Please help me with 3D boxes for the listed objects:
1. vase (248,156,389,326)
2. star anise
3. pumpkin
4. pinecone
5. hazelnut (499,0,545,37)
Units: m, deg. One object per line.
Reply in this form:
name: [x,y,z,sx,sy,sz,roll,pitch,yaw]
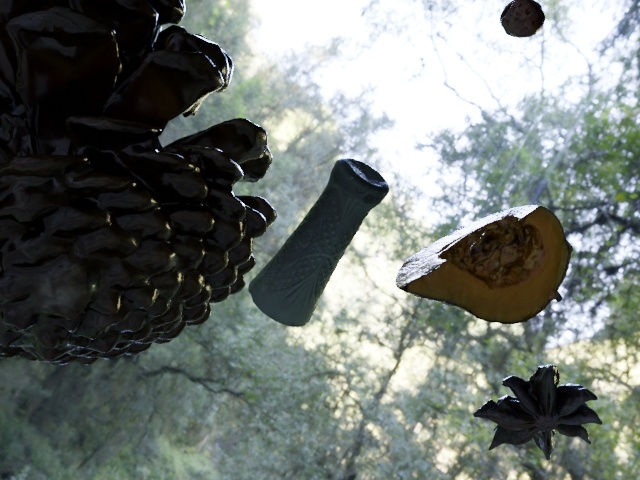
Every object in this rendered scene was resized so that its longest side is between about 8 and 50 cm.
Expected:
vase: [0.000,0.000,0.858,0.096,0.219,0.096,27,25,-14]
star anise: [0.311,0.249,0.976,0.205,0.180,0.061,55,23,-32]
pumpkin: [0.252,0.063,1.058,0.163,0.278,0.111,65,-11,-14]
pinecone: [-0.153,-0.069,0.430,0.246,0.292,0.246,-9,-26,-5]
hazelnut: [0.390,-0.431,1.303,0.086,0.086,0.086,32,-8,5]
